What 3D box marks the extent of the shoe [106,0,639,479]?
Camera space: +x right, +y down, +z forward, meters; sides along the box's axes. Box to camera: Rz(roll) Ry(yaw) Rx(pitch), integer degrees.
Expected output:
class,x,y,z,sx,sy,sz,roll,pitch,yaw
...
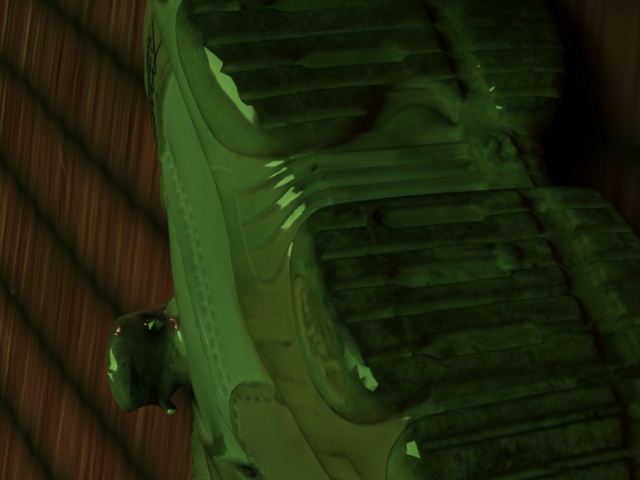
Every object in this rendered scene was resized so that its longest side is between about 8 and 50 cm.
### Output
class,x,y,z,sx,sy,sz,roll,pitch,yaw
shoe,-0.003,-0.001,0.521,0.198,0.172,0.351,121,144,-44
